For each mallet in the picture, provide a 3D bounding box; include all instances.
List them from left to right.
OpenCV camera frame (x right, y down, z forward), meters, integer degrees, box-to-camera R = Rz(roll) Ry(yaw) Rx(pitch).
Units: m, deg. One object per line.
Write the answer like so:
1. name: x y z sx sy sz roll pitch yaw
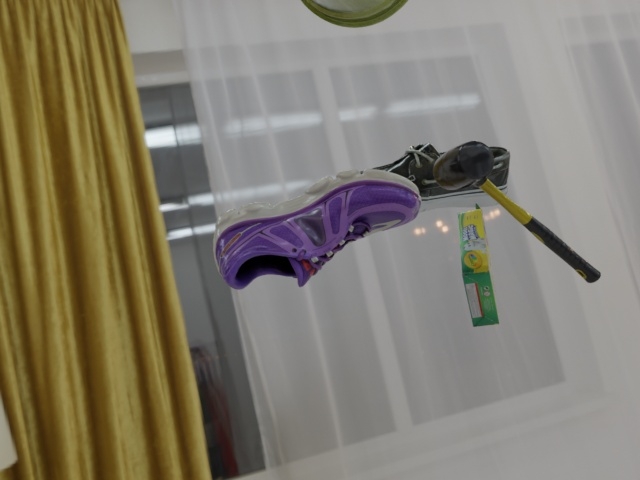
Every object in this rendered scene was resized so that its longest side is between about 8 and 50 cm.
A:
1. mallet: 0.191 -0.025 0.600 0.039 0.190 0.062 -53 -1 -12

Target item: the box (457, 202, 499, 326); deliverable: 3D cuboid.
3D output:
1. box: 0.236 0.031 0.976 0.043 0.105 0.179 -8 33 17

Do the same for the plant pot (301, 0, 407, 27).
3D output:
1. plant pot: 0.033 -0.513 1.122 0.276 0.276 0.254 -16 13 20

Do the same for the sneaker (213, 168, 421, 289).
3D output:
1. sneaker: 0.000 0.000 0.509 0.170 0.071 0.068 -18 -37 7

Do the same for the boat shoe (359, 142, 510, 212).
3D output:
1. boat shoe: 0.189 -0.124 1.184 0.335 0.119 0.121 -7 30 -17
